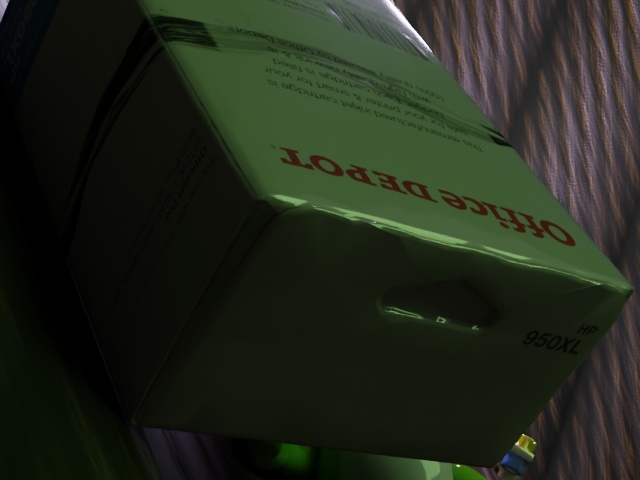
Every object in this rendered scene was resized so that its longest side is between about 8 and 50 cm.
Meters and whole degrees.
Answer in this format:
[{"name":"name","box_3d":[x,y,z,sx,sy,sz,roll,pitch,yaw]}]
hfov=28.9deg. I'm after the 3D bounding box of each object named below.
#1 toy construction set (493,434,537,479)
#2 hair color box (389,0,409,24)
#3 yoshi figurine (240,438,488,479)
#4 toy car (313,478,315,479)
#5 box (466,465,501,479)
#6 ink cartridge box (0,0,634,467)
[{"name":"toy construction set","box_3d":[0.226,0.363,1.836,0.215,0.151,0.328,20,-37,30]},{"name":"hair color box","box_3d":[-0.048,-0.186,1.557,0.110,0.338,0.185,57,2,9]},{"name":"yoshi figurine","box_3d":[0.039,0.124,0.950,0.203,0.203,0.362,45,7,-45]},{"name":"toy car","box_3d":[0.030,0.161,1.157,0.053,0.239,0.225,22,24,10]},{"name":"box","box_3d":[0.169,0.343,1.317,0.191,0.143,0.381,56,4,3]},{"name":"ink cartridge box","box_3d":[-0.027,-0.053,0.828,0.285,0.166,0.395,13,31,-35]}]
